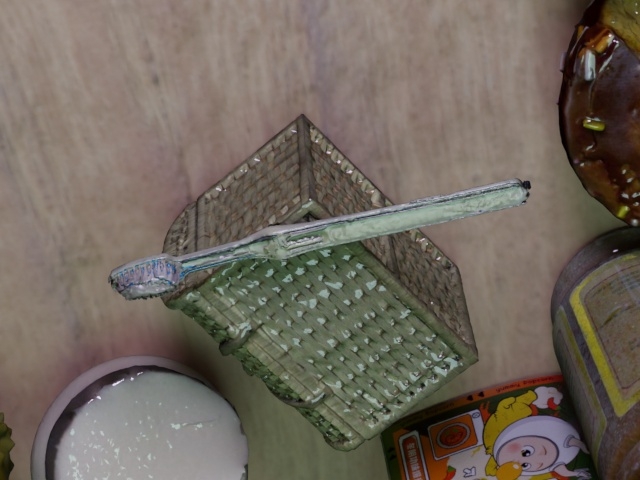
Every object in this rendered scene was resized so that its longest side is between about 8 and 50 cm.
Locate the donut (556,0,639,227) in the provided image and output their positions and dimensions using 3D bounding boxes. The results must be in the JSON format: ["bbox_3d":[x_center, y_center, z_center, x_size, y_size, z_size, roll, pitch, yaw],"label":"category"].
[{"bbox_3d":[0.284,-0.110,1.210,0.230,0.096,0.216,-28,123,11],"label":"donut"}]

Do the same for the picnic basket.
[{"bbox_3d":[-0.006,0.039,1.251,0.154,0.134,0.196,-37,119,19],"label":"picnic basket"}]

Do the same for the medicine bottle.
[{"bbox_3d":[0.268,0.130,1.224,0.151,0.322,0.151,-3,123,-4],"label":"medicine bottle"}]

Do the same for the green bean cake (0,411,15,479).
[{"bbox_3d":[-0.330,0.257,1.301,0.202,0.285,0.310,16,98,11],"label":"green bean cake"}]

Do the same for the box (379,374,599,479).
[{"bbox_3d":[0.158,0.235,1.354,0.177,0.195,0.148,-17,123,5],"label":"box"}]

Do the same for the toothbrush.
[{"bbox_3d":[0.000,-0.003,1.135,0.294,0.028,0.026,-15,122,-2],"label":"toothbrush"}]

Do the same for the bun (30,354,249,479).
[{"bbox_3d":[-0.145,0.176,1.327,0.172,0.120,0.173,0,88,-16],"label":"bun"}]
